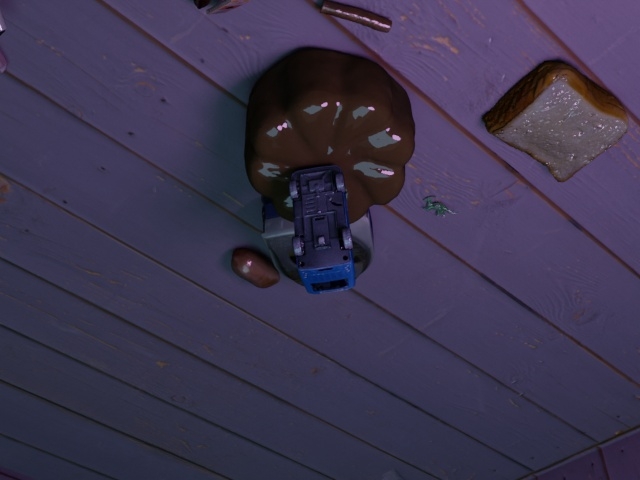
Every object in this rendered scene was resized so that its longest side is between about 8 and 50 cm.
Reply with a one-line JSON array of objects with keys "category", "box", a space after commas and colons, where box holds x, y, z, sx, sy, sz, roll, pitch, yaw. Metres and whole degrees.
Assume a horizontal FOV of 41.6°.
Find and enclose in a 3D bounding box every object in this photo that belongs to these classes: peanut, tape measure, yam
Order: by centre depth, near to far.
[{"category": "yam", "box": [0.070, -0.443, 1.662, 0.145, 0.032, 0.032, 12, 135, -15]}, {"category": "tape measure", "box": [0.000, -0.001, 2.046, 0.259, 0.138, 0.262, -6, 136, 7]}, {"category": "peanut", "box": [-0.167, 0.074, 2.169, 0.152, 0.076, 0.076, 35, 126, -28]}]

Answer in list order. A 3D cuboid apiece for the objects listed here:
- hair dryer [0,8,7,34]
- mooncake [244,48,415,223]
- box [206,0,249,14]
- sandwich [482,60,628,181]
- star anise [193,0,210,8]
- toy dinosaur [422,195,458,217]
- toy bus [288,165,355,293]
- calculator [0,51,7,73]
[{"category": "hair dryer", "box": [-0.620, -0.488, 1.548, 0.131, 0.073, 0.236, -6, 121, 4]}, {"category": "mooncake", "box": [0.018, -0.207, 1.787, 0.378, 0.201, 0.378, -1, 137, -1]}, {"category": "box", "box": [-0.177, -0.448, 1.602, 0.046, 0.012, 0.083, -18, -172, -40]}, {"category": "sandwich", "box": [0.516, -0.254, 1.824, 0.251, 0.087, 0.226, 27, 129, -26]}, {"category": "star anise", "box": [-0.216, -0.516, 1.518, 0.212, 0.129, 0.282, -32, 146, 30]}, {"category": "toy dinosaur", "box": [0.289, -0.085, 2.044, 0.083, 0.021, 0.062, -11, 122, 13]}, {"category": "toy bus", "box": [0.005, -0.023, 1.671, 0.113, 0.246, 0.134, -9, 144, 5]}, {"category": "calculator", "box": [-0.709, -0.398, 1.698, 0.100, 0.032, 0.175, -10, 135, 9]}]
